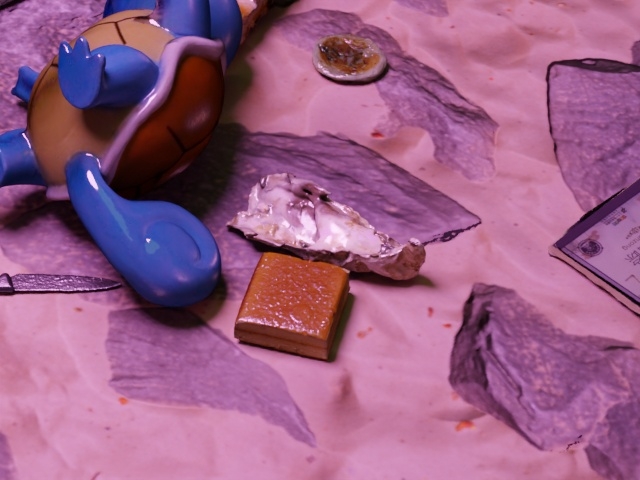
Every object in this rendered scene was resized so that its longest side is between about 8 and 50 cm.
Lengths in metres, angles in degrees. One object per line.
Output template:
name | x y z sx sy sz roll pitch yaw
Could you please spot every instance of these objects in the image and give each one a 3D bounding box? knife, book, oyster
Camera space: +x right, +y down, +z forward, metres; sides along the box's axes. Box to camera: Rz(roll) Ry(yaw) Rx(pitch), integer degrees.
knife | -0.272 0.040 1.408 0.170 0.010 0.023 1 52 -6
book | 0.356 0.031 1.453 0.157 0.026 0.231 -32 56 -30
oyster | -0.002 -0.003 1.453 0.106 0.061 0.200 -43 57 -15

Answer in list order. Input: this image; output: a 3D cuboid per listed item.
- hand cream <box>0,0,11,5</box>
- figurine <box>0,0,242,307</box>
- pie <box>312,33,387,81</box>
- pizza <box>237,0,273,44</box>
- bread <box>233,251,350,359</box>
hand cream | -0.357 -0.290 1.707 0.067 0.042 0.194 31 46 34
figurine | -0.187 -0.139 1.450 0.243 0.298 0.416 23 45 -24
pie | 0.032 -0.201 1.659 0.085 0.017 0.085 2 46 -2
pizza | -0.089 -0.297 1.708 0.194 0.069 0.154 -33 57 -31
bread | -0.026 0.059 1.389 0.090 0.035 0.094 12 46 8
